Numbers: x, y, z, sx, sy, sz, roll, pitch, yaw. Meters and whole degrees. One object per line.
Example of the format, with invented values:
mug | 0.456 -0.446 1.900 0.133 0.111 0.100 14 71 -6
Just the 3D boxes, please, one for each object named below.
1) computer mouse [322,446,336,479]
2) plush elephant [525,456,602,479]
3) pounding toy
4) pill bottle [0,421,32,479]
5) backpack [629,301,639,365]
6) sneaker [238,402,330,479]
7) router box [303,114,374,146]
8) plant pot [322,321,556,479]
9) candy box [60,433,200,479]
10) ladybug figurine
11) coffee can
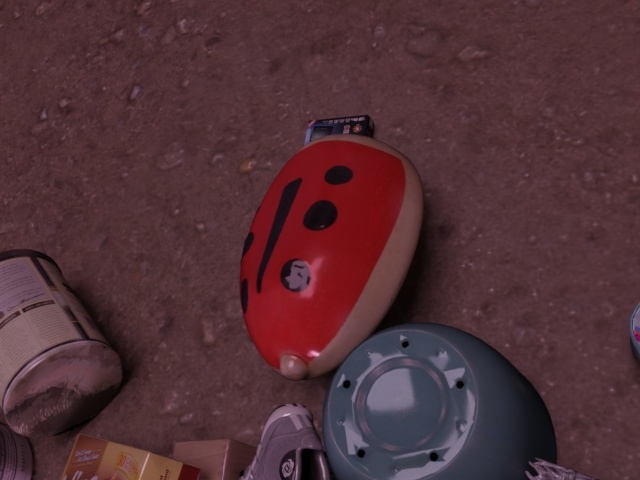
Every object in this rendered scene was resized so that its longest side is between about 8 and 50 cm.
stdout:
computer mouse | 0.000 0.391 1.045 0.106 0.042 0.193 1 69 31
plush elephant | 0.336 0.398 0.753 0.329 0.272 0.256 14 79 29
pounding toy | -0.125 0.355 1.080 0.130 0.141 0.100 -14 57 35
pill bottle | -0.654 0.349 1.176 0.204 0.361 0.204 -11 59 19
backpack | 0.474 0.128 0.905 0.166 0.144 0.188 -40 51 7
sneaker | -0.050 0.337 0.956 0.132 0.086 0.229 42 119 60
router box | 0.031 -0.175 1.343 0.122 0.038 0.092 -2 63 24
plant pot | 0.135 0.237 0.946 0.292 0.235 0.293 -12 58 19
candy box | -0.301 0.389 1.069 0.316 0.087 0.183 -14 53 55
ladybug figurine | 0.000 0.000 1.122 0.305 0.162 0.450 -25 37 36
coffee can | -0.497 0.174 1.298 0.201 0.201 0.275 -45 54 -3
